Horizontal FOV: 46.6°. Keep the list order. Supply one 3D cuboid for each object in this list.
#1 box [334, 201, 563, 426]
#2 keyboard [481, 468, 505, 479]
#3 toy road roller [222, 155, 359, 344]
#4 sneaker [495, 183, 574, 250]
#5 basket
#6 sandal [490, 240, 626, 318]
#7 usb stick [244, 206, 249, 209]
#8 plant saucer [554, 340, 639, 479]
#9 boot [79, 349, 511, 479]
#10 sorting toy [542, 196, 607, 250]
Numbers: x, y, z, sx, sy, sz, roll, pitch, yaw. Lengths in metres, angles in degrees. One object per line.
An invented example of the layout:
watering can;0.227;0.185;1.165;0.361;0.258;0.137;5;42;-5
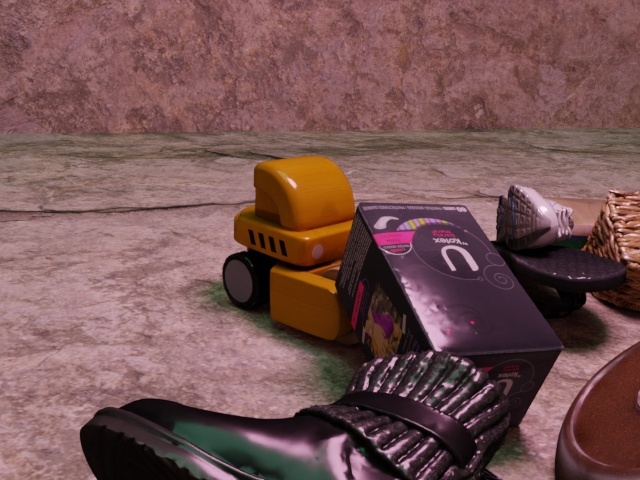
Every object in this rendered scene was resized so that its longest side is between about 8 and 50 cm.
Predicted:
box;0.142;0.086;0.916;0.165;0.143;0.270;-1;39;-21
keyboard;0.138;0.245;0.738;0.192;0.038;0.100;16;22;37
toy road roller;0.000;0.000;1.171;0.203;0.240;0.330;-15;24;-43
sneaker;0.378;-0.039;1.279;0.130;0.110;0.297;4;5;8
basket;0.630;0.061;1.300;0.300;0.223;0.213;2;50;1
sandal;0.373;0.066;1.274;0.168;0.106;0.446;-2;5;-8
usb stick;-0.113;-0.019;1.552;0.077;0.045;0.278;-3;17;-14
plant saucer;0.356;0.158;0.721;0.311;0.050;0.310;-34;8;5
boot;-0.015;0.185;0.700;0.348;0.131;0.260;19;35;16
sorting toy;0.557;-0.019;1.544;0.256;0.089;0.257;3;15;5
